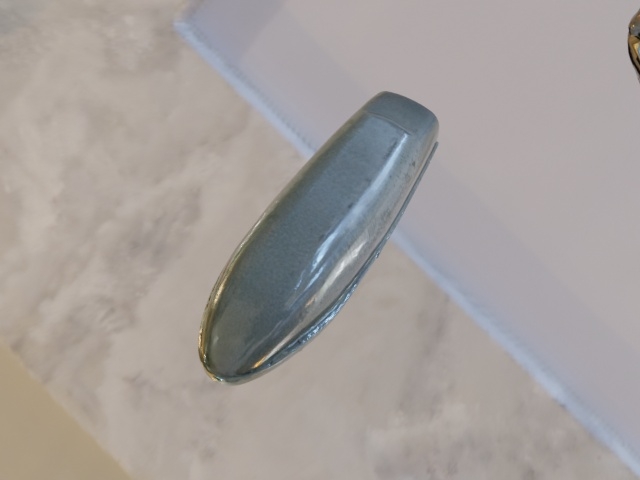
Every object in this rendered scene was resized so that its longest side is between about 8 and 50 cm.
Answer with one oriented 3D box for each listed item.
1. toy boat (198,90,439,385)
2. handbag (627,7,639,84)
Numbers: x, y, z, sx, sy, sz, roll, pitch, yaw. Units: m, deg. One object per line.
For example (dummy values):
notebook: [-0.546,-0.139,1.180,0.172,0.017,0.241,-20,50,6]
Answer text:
toy boat: [0.000,0.000,0.753,0.078,0.260,0.085,27,-41,12]
handbag: [0.235,0.001,0.384,0.191,0.332,0.075,-5,-121,33]
